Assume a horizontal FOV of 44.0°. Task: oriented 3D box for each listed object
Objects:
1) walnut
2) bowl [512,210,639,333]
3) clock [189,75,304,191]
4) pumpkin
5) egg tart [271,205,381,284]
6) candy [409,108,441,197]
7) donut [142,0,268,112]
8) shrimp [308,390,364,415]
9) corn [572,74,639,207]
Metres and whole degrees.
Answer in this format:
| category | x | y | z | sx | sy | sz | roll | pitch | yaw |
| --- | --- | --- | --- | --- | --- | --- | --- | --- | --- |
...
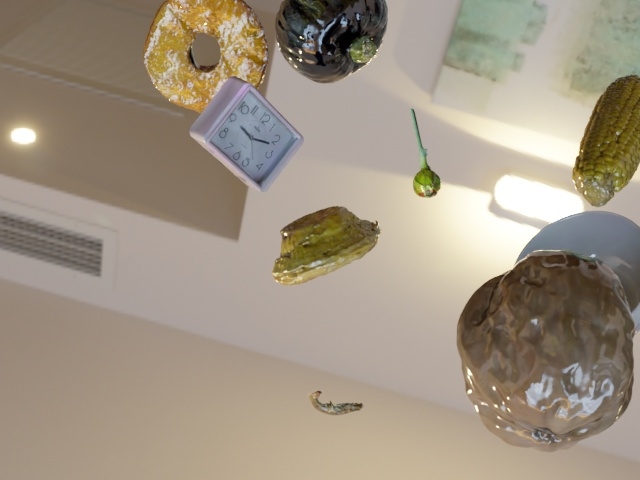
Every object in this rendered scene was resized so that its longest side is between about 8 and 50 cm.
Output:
| category | x | y | z | sx | sy | sz | roll | pitch | yaw |
| --- | --- | --- | --- | --- | --- | --- | --- | --- | --- |
| walnut | 0.306 | 0.146 | 1.076 | 0.227 | 0.273 | 0.273 | -3 | -148 | 19 |
| bowl | 0.530 | 0.097 | 1.551 | 0.144 | 0.287 | 0.287 | 40 | -161 | -37 |
| clock | -0.143 | -0.205 | 1.565 | 0.063 | 0.150 | 0.197 | 30 | 171 | 48 |
| pumpkin | 0.052 | -0.512 | 1.960 | 0.296 | 0.296 | 0.296 | 10 | -144 | -7 |
| egg tart | 0.000 | 0.000 | 1.832 | 0.294 | 0.123 | 0.294 | -24 | -169 | 5 |
| candy | 0.208 | -0.182 | 1.648 | 0.058 | 0.062 | 0.194 | -3 | -101 | -43 |
| donut | -0.261 | -0.451 | 1.842 | 0.303 | 0.303 | 0.110 | 10 | -146 | -7 |
| shrimp | 0.026 | 0.318 | 1.553 | 0.114 | 0.083 | 0.023 | -10 | -134 | 35 |
| corn | 0.430 | -0.151 | 1.145 | 0.097 | 0.097 | 0.261 | 25 | -125 | 14 |
